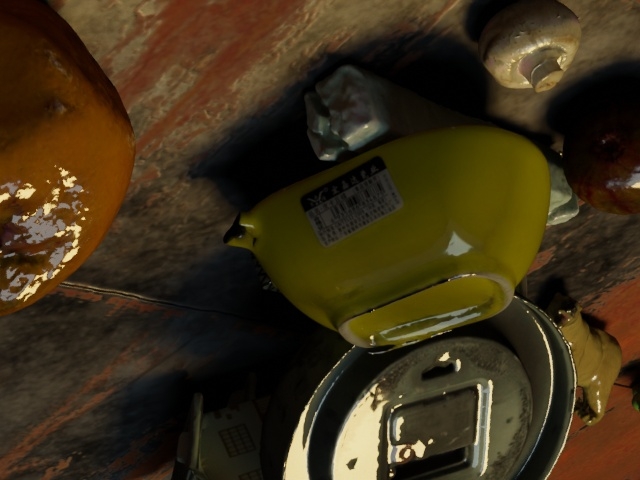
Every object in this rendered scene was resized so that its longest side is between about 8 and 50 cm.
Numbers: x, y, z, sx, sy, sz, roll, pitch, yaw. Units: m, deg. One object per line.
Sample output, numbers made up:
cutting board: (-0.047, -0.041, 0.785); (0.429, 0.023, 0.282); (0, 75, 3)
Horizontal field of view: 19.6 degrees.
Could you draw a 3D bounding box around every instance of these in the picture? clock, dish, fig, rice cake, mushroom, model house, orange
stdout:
clock: (0.089, 0.169, 1.676); (0.312, 0.061, 0.313); (-14, 122, -24)
dish: (0.069, 0.015, 1.492); (0.262, 0.108, 0.221); (-19, 155, 10)
fig: (0.276, -0.071, 1.627); (0.109, 0.103, 0.154); (1, 170, 24)
rice cake: (0.113, -0.071, 1.541); (0.063, 0.066, 0.336); (-29, 152, 33)
mushroom: (0.165, -0.150, 1.439); (0.083, 0.067, 0.083); (-24, 156, -11)
model house: (-0.044, 0.249, 1.836); (0.215, 0.198, 0.224); (-17, 153, -22)
orange: (-0.236, -0.039, 1.221); (0.249, 0.183, 0.249); (-16, 150, -10)

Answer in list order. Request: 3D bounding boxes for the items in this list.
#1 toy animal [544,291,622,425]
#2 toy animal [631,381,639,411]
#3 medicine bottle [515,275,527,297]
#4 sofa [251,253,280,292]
toy animal: (0.265, 0.118, 1.967); (0.101, 0.103, 0.218); (-49, 145, 7)
toy animal: (0.505, 0.182, 2.150); (0.247, 0.183, 0.310); (-34, 145, 10)
medicine bottle: (0.094, 0.046, 1.707); (0.183, 0.086, 0.086); (-6, 148, -28)
sofa: (0.000, 0.000, 1.608); (0.060, 0.039, 0.118); (16, 133, -45)
